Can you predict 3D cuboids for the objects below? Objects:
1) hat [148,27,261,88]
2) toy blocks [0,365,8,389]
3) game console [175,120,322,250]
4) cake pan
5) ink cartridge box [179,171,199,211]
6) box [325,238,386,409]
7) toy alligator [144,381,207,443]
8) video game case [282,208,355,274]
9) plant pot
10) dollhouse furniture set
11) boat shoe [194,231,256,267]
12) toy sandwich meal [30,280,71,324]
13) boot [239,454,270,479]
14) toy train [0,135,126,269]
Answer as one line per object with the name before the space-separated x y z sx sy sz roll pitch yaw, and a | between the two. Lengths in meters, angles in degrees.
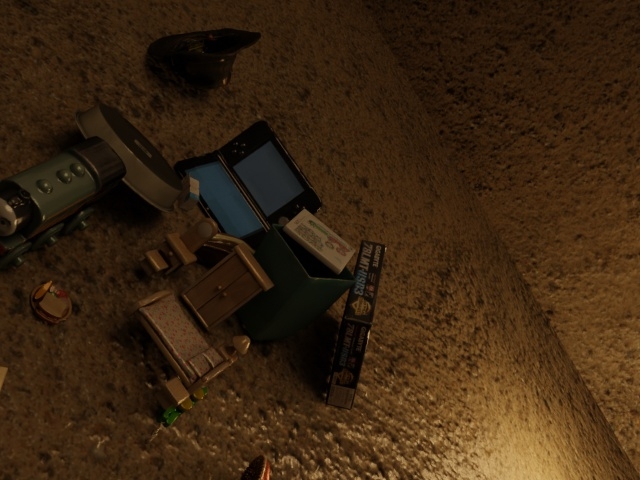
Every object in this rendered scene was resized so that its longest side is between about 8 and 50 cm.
hat | -0.316 -0.498 1.951 0.331 0.331 0.134 -57 148 -58
toy blocks | -0.571 0.249 0.870 0.288 0.309 0.260 19 76 -26
game console | -0.177 -0.140 1.792 0.293 0.250 0.173 55 4 4
cake pan | -0.405 -0.184 1.516 0.293 0.054 0.293 49 5 -5
ink cartridge box | -0.317 -0.118 1.689 0.028 0.048 0.083 26 40 -36
box | 0.085 0.199 1.679 0.073 0.293 0.295 13 37 1
toy alligator | -0.277 0.307 1.302 0.051 0.056 0.190 53 31 1
video game case | 0.000 0.000 1.570 0.157 0.019 0.143 39 23 1
plant pot | -0.079 0.110 1.577 0.166 0.234 0.165 9 37 -50
dollhouse furniture set | -0.246 0.107 1.347 0.303 0.174 0.355 53 15 3
boat shoe | -0.195 0.058 1.633 0.257 0.095 0.095 22 48 -41
toy sandwich meal | -0.481 0.110 1.258 0.085 0.029 0.085 33 36 -28
boot | -0.113 0.494 1.335 0.084 0.059 0.158 37 42 -29
toy train | -0.500 -0.074 1.266 0.142 0.190 0.334 49 31 -4
